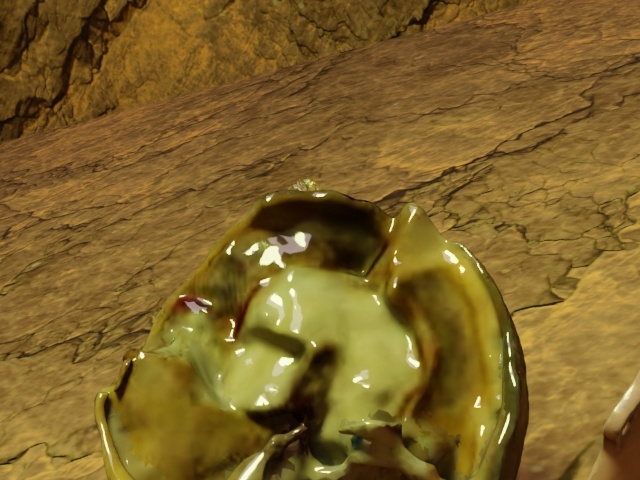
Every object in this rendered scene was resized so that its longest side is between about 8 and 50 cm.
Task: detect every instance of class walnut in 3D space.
[{"bbox_3d":[-0.009,0.083,0.677,0.238,0.204,0.141,-8,-21,-9],"label":"walnut"}]

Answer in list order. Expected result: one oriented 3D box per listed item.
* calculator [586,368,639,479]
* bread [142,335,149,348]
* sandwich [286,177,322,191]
[{"bbox_3d":[0.220,0.051,0.595,0.048,0.220,0.330,34,29,28],"label":"calculator"},{"bbox_3d":[-0.020,0.095,0.845,0.210,0.109,0.192,-16,12,2],"label":"bread"},{"bbox_3d":[0.000,0.000,1.192,0.036,0.093,0.105,-22,51,-19],"label":"sandwich"}]
